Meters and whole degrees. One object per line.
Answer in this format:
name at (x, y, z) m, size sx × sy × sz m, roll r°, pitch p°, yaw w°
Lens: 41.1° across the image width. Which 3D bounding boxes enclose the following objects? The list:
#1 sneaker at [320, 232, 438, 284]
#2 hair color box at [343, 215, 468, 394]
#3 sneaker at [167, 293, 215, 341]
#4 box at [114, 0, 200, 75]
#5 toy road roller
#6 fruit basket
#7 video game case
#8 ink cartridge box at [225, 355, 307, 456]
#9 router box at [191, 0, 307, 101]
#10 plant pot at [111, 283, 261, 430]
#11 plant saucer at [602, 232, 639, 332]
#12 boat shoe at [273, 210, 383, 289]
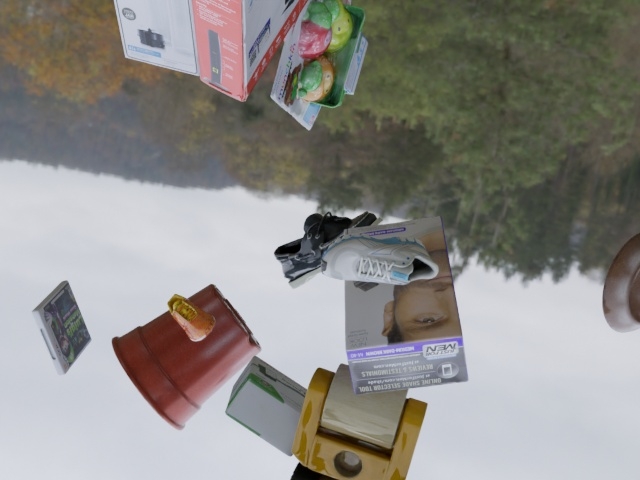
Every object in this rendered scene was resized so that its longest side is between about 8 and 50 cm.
sneaker at (0.093, 0.034, 1.270) m, size 0.190 × 0.071 × 0.083 m, roll -5°, pitch -153°, yaw -26°
hair color box at (0.137, 0.100, 1.456) m, size 0.185 × 0.110 × 0.339 m, roll -8°, pitch -144°, yaw 6°
sneaker at (-0.264, 0.154, 1.706) m, size 0.067 × 0.064 × 0.175 m, roll 46°, pitch 165°, yaw -29°
box at (-0.288, -0.454, 1.550) m, size 0.169 × 0.290 × 0.087 m, roll 17°, pitch -129°, yaw 12°
toy road roller at (0.070, 0.364, 1.564) m, size 0.202 × 0.329 × 0.240 m, roll 17°, pitch -160°, yaw 9°
fruit basket at (-0.004, -0.422, 1.850) m, size 0.165 × 0.327 × 0.353 m, roll 16°, pitch 179°, yaw 8°
video game case at (-0.622, 0.209, 2.069) m, size 0.022 × 0.173 × 0.190 m, roll -14°, pitch -163°, yaw 9°
ink cartridge box at (-0.096, 0.318, 1.672) m, size 0.153 × 0.087 × 0.208 m, roll 34°, pitch -177°, yaw -5°
router box at (-0.067, -0.415, 1.233) m, size 0.082 × 0.335 × 0.301 m, roll 27°, pitch 161°, yaw 5°
plant pot at (-0.300, 0.257, 2.012) m, size 0.272 × 0.265 × 0.272 m, roll 52°, pitch 176°, yaw 5°
plant saucer at (0.596, 0.082, 1.573) m, size 0.198 × 0.199 × 0.036 m, roll 6°, pitch -168°, yaw -37°
boat shoe at (0.002, -0.002, 1.804) m, size 0.127 × 0.113 × 0.340 m, roll -39°, pitch -177°, yaw -31°
